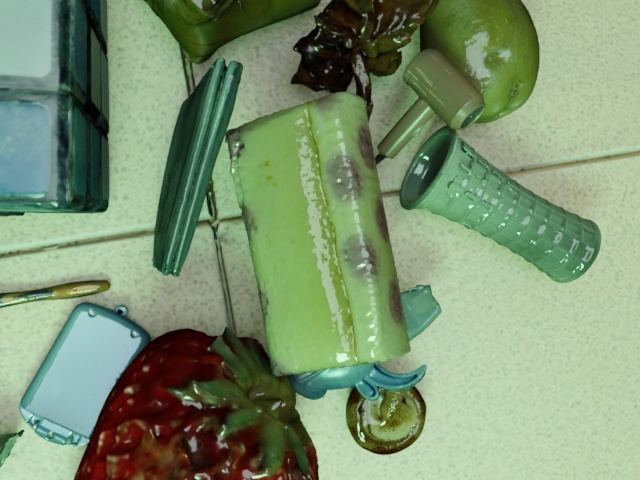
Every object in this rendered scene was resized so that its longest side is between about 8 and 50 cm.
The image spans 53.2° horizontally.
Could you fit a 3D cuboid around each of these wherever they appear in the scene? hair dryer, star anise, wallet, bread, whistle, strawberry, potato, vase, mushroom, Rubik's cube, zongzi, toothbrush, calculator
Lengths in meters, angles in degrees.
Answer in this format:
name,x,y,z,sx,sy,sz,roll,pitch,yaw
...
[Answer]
name,x,y,z,sx,sy,sz,roll,pitch,yaw
hair dryer,0.140,-0.171,0.922,0.117,0.064,0.182,51,121,17
star anise,0.046,-0.248,0.927,0.148,0.237,0.346,30,105,17
wallet,-0.166,-0.077,0.813,0.054,0.290,0.251,13,87,-18
bread,0.000,0.000,0.830,0.187,0.155,0.338,-12,87,17
whistle,0.056,0.153,0.942,0.269,0.093,0.180,-29,62,-3
strawberry,-0.179,0.308,0.822,0.345,0.295,0.317,-46,60,14
potato,0.234,-0.307,0.975,0.174,0.159,0.251,-13,82,-37
vase,0.285,-0.045,0.991,0.299,0.143,0.143,27,83,-13
mushroom,0.098,0.264,0.964,0.127,0.087,0.127,1,84,-11
Rubik's cube,-0.430,-0.199,0.724,0.358,0.363,0.362,-2,88,-10
zongzi,-0.161,-0.417,0.926,0.260,0.123,0.289,-33,73,-25
toothbrush,-0.455,0.085,0.875,0.321,0.031,0.023,-8,91,-12
calculator,-0.327,0.185,0.896,0.121,0.039,0.210,29,83,-11

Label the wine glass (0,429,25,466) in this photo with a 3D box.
name,x,y,z,sx,sy,sz,roll,pitch,yaw
wine glass,-0.502,0.258,0.824,0.183,0.122,0.122,33,82,-5
